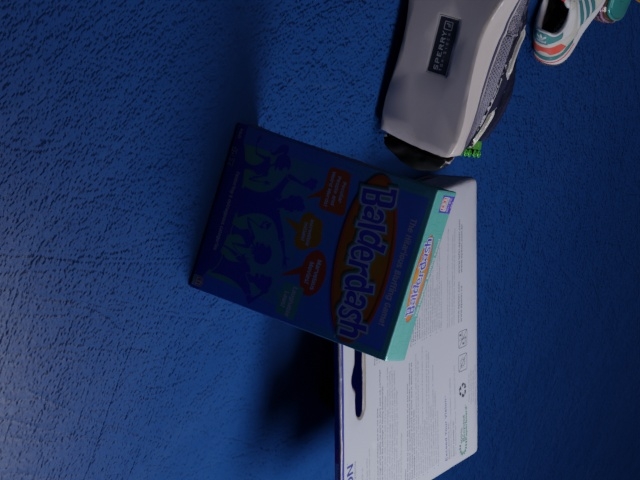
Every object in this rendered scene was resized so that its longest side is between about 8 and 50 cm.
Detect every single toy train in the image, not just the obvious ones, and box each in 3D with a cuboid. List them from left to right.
[{"bbox_3d":[0.165,-0.108,2.233,0.083,0.017,0.024,1,97,-64],"label":"toy train"}]

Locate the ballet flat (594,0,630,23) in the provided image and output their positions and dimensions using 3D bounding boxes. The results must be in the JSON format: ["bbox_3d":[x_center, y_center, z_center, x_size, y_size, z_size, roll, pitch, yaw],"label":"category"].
[{"bbox_3d":[0.383,-0.377,2.401,0.077,0.079,0.221,17,104,-53],"label":"ballet flat"}]

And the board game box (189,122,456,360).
[{"bbox_3d":[0.000,0.000,1.743,0.047,0.210,0.160,5,103,-65],"label":"board game box"}]

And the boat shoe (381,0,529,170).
[{"bbox_3d":[0.163,-0.246,2.028,0.158,0.127,0.341,-25,138,-65],"label":"boat shoe"}]

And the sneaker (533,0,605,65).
[{"bbox_3d":[0.302,-0.291,2.328,0.161,0.057,0.075,-60,159,-15],"label":"sneaker"}]

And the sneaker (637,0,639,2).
[{"bbox_3d":[0.434,-0.355,2.537,0.225,0.088,0.093,6,107,-55],"label":"sneaker"}]

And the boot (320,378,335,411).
[{"bbox_3d":[0.046,0.147,2.143,0.099,0.045,0.121,-64,157,-15],"label":"boot"}]

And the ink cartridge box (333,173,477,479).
[{"bbox_3d":[0.073,0.112,2.073,0.330,0.071,0.324,-18,111,-57],"label":"ink cartridge box"}]
